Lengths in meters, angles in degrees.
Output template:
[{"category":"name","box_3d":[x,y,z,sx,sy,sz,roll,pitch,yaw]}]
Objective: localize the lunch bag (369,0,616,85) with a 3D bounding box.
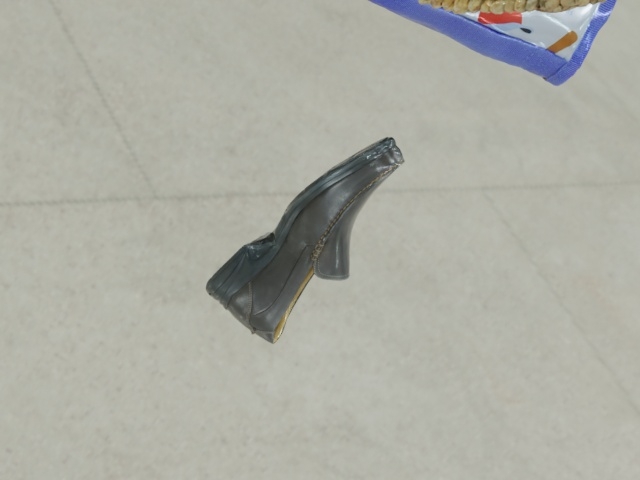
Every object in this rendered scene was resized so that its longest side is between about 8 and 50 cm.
[{"category":"lunch bag","box_3d":[0.156,-0.380,1.176,0.327,0.239,0.386,21,70,-14]}]

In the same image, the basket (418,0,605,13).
[{"category":"basket","box_3d":[0.197,-0.279,0.756,0.223,0.299,0.214,-36,108,-47]}]

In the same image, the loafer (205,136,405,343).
[{"category":"loafer","box_3d":[0.000,0.000,0.758,0.061,0.170,0.062,49,30,3]}]
